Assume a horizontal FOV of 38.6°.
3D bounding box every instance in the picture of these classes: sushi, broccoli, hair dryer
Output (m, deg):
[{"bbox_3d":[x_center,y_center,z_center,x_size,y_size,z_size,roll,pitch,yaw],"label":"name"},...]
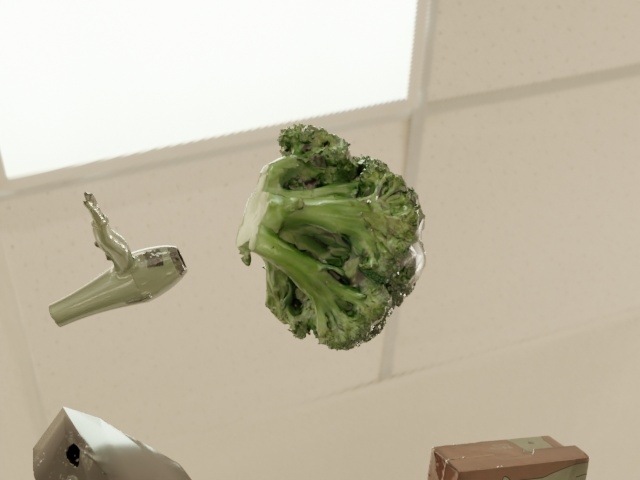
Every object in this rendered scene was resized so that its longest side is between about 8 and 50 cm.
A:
[{"bbox_3d":[-0.334,0.424,1.436,0.212,0.215,0.227,-53,-47,2],"label":"sushi"},{"bbox_3d":[0.000,0.000,1.145,0.245,0.294,0.265,27,-52,-38],"label":"broccoli"},{"bbox_3d":[-0.367,0.046,1.442,0.229,0.092,0.267,-35,-38,11],"label":"hair dryer"}]

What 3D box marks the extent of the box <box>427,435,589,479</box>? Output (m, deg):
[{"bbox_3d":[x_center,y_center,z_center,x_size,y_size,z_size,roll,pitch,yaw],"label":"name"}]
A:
[{"bbox_3d":[0.242,0.381,1.242,0.215,0.086,0.215,0,-77,-23],"label":"box"}]
